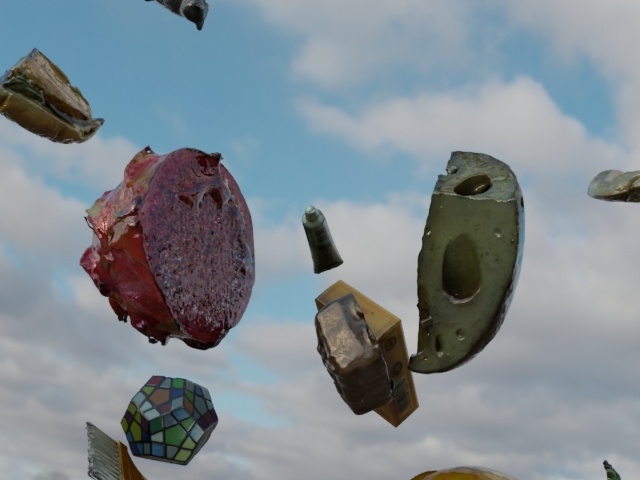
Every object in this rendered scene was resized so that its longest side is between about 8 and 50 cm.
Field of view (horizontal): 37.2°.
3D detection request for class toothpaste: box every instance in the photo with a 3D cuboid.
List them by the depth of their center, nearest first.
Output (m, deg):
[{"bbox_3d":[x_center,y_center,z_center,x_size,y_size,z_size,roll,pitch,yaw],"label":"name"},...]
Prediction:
[{"bbox_3d":[0.000,0.000,1.365,0.049,0.031,0.204,-21,-26,-2],"label":"toothpaste"}]

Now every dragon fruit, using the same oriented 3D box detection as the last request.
[{"bbox_3d":[-0.297,0.015,1.779,0.249,0.370,0.386,-9,-25,28],"label":"dragon fruit"}]

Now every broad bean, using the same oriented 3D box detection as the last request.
[{"bbox_3d":[0.580,0.506,1.881,0.046,0.195,0.061,-34,-83,21],"label":"broad bean"}]

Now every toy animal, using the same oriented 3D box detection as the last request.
[{"bbox_3d":[-0.293,-0.490,1.876,0.117,0.210,0.121,-13,-49,-12],"label":"toy animal"}]

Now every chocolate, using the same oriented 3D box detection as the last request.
[{"bbox_3d":[0.051,0.195,1.578,0.093,0.148,0.214,-27,-32,-5],"label":"chocolate"}]

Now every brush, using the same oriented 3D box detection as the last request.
[{"bbox_3d":[-0.224,0.348,1.294,0.017,0.090,0.314,-26,-45,9],"label":"brush"}]

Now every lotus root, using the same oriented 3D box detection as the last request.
[{"bbox_3d":[0.219,0.040,1.373,0.142,0.314,0.210,12,22,15],"label":"lotus root"}]

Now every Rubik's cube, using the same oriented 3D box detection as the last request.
[{"bbox_3d":[-0.207,0.248,1.309,0.133,0.111,0.133,10,-20,4],"label":"Rubik's cube"}]

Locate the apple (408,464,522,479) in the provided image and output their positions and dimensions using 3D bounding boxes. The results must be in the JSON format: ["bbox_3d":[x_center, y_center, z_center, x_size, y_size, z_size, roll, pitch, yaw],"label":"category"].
[{"bbox_3d":[0.196,0.454,1.269,0.299,0.299,0.275,8,-50,2],"label":"apple"}]

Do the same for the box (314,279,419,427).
[{"bbox_3d":[0.094,0.225,1.873,0.174,0.076,0.274,31,-31,38],"label":"box"}]

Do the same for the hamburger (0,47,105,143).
[{"bbox_3d":[-0.533,-0.247,1.832,0.135,0.155,0.207,-36,-64,16],"label":"hamburger"}]

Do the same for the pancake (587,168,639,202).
[{"bbox_3d":[0.745,-0.130,1.992,0.387,0.082,0.387,-7,0,0],"label":"pancake"}]
